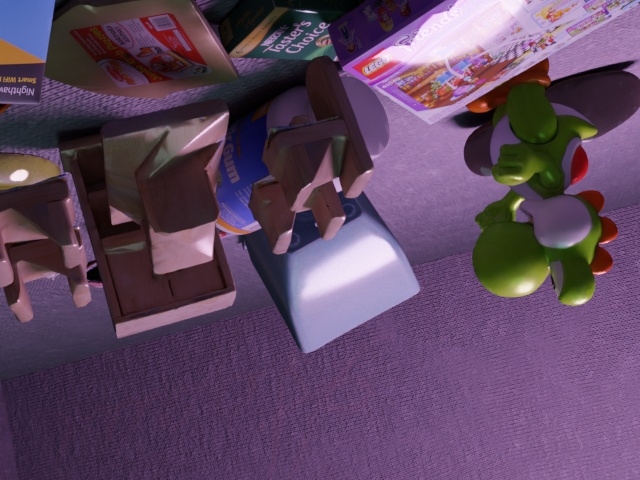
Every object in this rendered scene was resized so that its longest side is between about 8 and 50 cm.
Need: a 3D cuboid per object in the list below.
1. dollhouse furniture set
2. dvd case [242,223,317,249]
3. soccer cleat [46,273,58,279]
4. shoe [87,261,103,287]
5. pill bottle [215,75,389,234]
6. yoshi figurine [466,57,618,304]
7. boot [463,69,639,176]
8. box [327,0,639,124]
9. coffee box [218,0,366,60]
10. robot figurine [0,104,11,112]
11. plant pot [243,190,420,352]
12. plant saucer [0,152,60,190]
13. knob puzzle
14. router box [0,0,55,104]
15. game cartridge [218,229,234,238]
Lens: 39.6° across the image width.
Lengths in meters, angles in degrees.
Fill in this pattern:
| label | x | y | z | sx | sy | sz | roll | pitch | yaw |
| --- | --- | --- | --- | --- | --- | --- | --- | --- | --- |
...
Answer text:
| label | x | y | z | sx | sy | sz | roll | pitch | yaw |
| --- | --- | --- | --- | --- | --- | --- | --- | --- | --- |
| dollhouse furniture set | -0.189 | -0.076 | 0.997 | 0.362 | 0.256 | 0.394 | -15 | 164 | -16 |
| dvd case | -0.083 | -0.031 | 1.967 | 0.181 | 0.022 | 0.253 | -13 | 169 | -8 |
| soccer cleat | -0.558 | 0.065 | 1.815 | 0.083 | 0.035 | 0.029 | -13 | 170 | -8 |
| shoe | -0.422 | 0.067 | 1.922 | 0.178 | 0.063 | 0.081 | -10 | 175 | 1 |
| pill bottle | -0.044 | -0.117 | 1.202 | 0.272 | 0.152 | 0.152 | -24 | 166 | 41 |
| yoshi figurine | 0.274 | -0.073 | 1.265 | 0.204 | 0.362 | 0.203 | -4 | 167 | -44 |
| boot | 0.383 | -0.212 | 1.496 | 0.305 | 0.112 | 0.115 | -21 | -162 | 17 |
| box | 0.181 | -0.239 | 0.912 | 0.293 | 0.057 | 0.201 | -29 | 155 | 25 |
| coffee box | -0.004 | -0.231 | 0.947 | 0.184 | 0.040 | 0.113 | -5 | 167 | -36 |
| robot figurine | -0.400 | -0.133 | 0.831 | 0.291 | 0.085 | 0.211 | -22 | 166 | 38 |
| plant pot | 0.000 | 0.000 | 1.554 | 0.248 | 0.247 | 0.252 | -29 | 149 | -4 |
| plant saucer | -0.482 | -0.062 | 1.238 | 0.241 | 0.037 | 0.241 | -13 | 169 | -3 |
| knob puzzle | -0.199 | -0.197 | 0.896 | 0.213 | 0.029 | 0.213 | -4 | 162 | -1 |
| router box | -0.292 | -0.173 | 0.661 | 0.179 | 0.046 | 0.133 | -5 | 122 | -41 |
| game cartridge | -0.255 | -0.032 | 1.660 | 0.294 | 0.060 | 0.196 | -14 | 166 | -2 |
